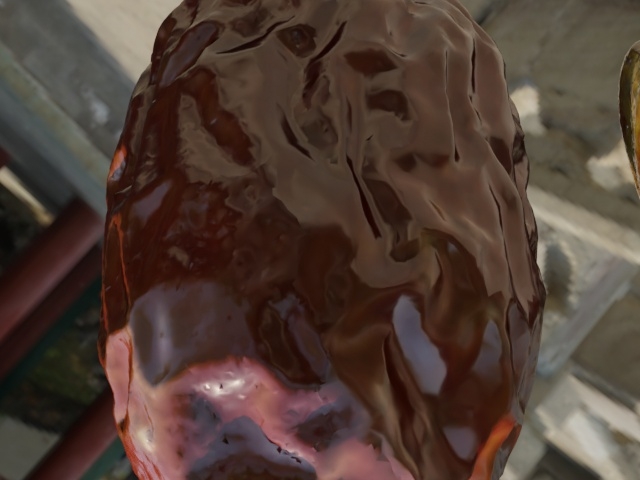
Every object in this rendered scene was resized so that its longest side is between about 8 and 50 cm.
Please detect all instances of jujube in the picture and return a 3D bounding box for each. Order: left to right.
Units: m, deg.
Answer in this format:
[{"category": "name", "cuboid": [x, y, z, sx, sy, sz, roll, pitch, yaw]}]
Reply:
[{"category": "jujube", "cuboid": [0.000, 0.000, 0.510, 0.174, 0.250, 0.174, 2, 149, 1]}]

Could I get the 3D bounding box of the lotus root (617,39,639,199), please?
[{"category": "lotus root", "cuboid": [0.392, -0.076, 1.291, 0.193, 0.193, 0.291, 30, 156, 44]}]
